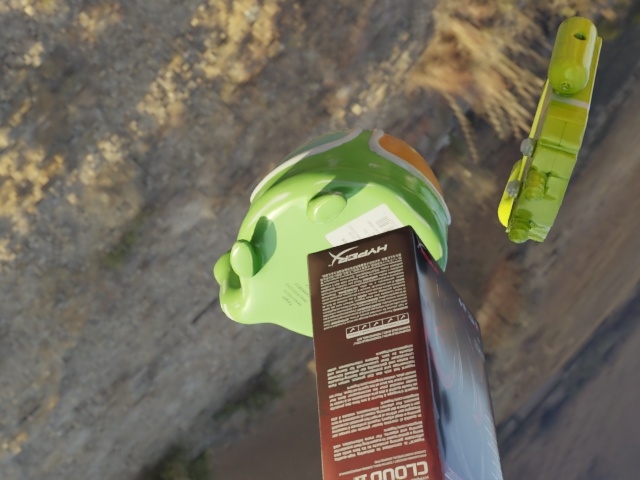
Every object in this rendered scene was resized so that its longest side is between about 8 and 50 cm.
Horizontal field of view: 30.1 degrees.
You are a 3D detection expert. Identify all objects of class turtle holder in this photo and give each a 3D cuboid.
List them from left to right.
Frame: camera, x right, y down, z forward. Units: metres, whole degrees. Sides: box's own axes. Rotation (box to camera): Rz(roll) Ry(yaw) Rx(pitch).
[{"bbox_3d":[0.020,0.003,1.452,0.227,0.243,0.320,-76,-169,-51],"label":"turtle holder"}]

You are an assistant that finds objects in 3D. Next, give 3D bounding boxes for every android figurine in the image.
[{"bbox_3d":[0.248,-0.113,1.288,0.248,0.056,0.273,100,10,-49],"label":"android figurine"}]

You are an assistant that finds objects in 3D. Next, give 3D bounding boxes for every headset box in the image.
[{"bbox_3d":[0.086,0.170,1.086,0.110,0.293,0.218,-17,144,18],"label":"headset box"}]
